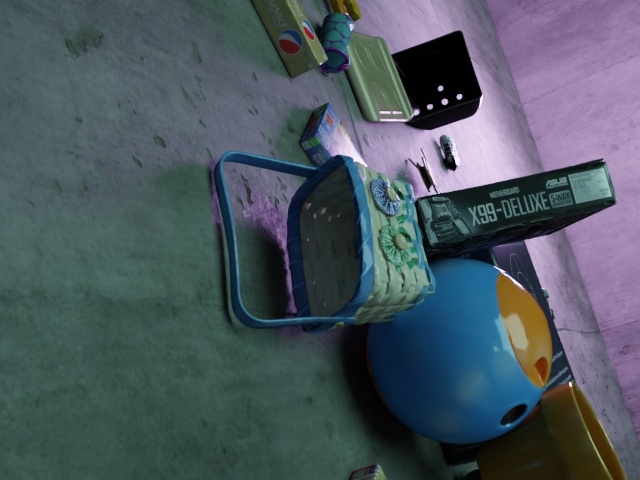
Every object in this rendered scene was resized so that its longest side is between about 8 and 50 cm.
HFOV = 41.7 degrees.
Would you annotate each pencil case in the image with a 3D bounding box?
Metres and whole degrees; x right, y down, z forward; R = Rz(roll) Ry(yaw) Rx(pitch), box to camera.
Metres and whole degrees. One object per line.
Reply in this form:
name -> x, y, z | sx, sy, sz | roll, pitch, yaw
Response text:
pencil case -> 0.030, -0.393, 1.672 | 0.070, 0.064, 0.152 | 36, 37, -24

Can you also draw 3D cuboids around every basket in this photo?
basket -> 0.000, 0.000, 1.161 | 0.289, 0.201, 0.255 | 2, 63, -26

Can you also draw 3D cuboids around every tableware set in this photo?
tableware set -> 0.258, -0.103, 1.934 | 0.128, 0.039, 0.194 | -92, 157, -60

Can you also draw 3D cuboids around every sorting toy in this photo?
sorting toy -> 0.098, -0.401, 1.855 | 0.229, 0.041, 0.307 | -18, 87, -61

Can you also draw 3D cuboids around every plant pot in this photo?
plant pot -> 0.293, -0.374, 2.075 | 0.167, 0.187, 0.188 | 38, 36, -69
plant pot -> 0.359, 0.355, 1.332 | 0.205, 0.188, 0.205 | 52, 20, -27

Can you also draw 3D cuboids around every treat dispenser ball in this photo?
treat dispenser ball -> 0.215, 0.172, 1.317 | 0.288, 0.288, 0.288 | 45, 33, -41

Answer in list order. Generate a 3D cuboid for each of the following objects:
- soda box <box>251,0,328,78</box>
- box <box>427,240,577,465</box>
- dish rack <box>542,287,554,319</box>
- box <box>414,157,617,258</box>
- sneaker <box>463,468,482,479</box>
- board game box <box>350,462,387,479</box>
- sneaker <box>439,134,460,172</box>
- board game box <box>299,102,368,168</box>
soda box -> -0.059, -0.384, 1.484 | 0.181, 0.061, 0.058 | 62, 26, -14
box -> 0.319, 0.186, 1.611 | 0.293, 0.212, 0.395 | -1, 72, -64
dish rack -> 0.427, 0.240, 1.835 | 0.074, 0.208, 0.272 | 152, -73, -74
box -> 0.273, -0.035, 1.341 | 0.242, 0.307, 0.077 | 130, -53, -76
sneaker -> 0.337, 0.536, 1.499 | 0.106, 0.101, 0.267 | 15, 57, -63
board game box -> 0.089, 0.422, 1.130 | 0.193, 0.045, 0.147 | 66, 18, -7
sneaker -> 0.335, -0.224, 2.185 | 0.098, 0.038, 0.069 | 60, 25, -16
board game box -> 0.040, -0.133, 1.515 | 0.201, 0.035, 0.136 | 57, 27, -23
